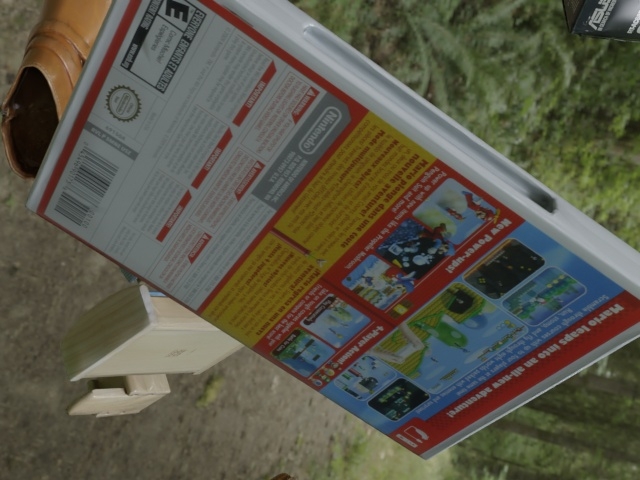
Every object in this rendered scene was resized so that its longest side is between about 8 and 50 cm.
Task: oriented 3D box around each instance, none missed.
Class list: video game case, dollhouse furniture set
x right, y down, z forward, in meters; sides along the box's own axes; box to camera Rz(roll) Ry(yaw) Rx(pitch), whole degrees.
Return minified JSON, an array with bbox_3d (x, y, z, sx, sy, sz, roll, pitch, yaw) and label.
[{"bbox_3d":[0.000,0.000,0.440,0.204,0.285,0.025,-47,-167,45],"label":"video game case"},{"bbox_3d":[-0.245,0.017,1.019,0.198,0.286,0.303,10,52,-54],"label":"dollhouse furniture set"}]

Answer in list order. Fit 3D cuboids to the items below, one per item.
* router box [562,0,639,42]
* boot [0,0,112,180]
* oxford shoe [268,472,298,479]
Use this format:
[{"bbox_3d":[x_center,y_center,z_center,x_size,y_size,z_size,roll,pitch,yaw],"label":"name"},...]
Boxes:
[{"bbox_3d":[0.167,-0.138,0.361,0.122,0.092,0.038,100,-6,-56],"label":"router box"},{"bbox_3d":[-0.178,-0.150,0.602,0.152,0.073,0.197,-76,170,-60],"label":"boot"},{"bbox_3d":[-0.126,0.360,1.165,0.212,0.076,0.076,-18,142,-32],"label":"oxford shoe"}]
